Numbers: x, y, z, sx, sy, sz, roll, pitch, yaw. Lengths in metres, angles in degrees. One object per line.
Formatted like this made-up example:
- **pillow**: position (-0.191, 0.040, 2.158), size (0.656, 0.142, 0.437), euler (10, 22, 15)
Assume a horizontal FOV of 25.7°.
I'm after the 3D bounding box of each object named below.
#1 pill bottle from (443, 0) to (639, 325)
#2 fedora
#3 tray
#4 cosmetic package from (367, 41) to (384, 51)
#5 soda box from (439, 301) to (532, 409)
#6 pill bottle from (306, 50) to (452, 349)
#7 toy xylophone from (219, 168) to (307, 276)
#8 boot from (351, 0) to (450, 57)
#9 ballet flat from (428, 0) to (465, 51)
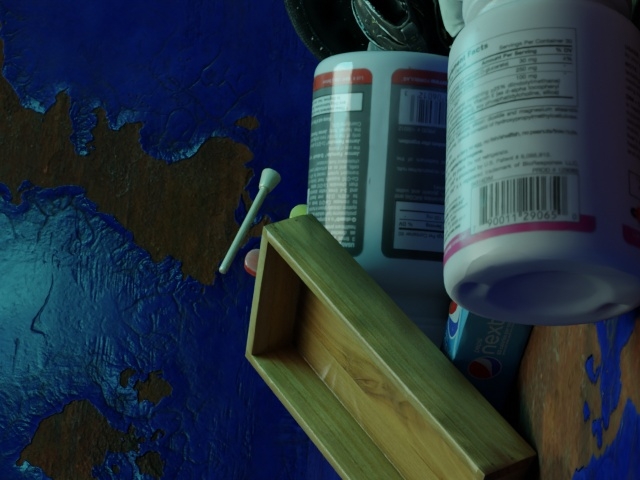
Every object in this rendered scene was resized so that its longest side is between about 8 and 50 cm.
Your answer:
- **pill bottle**: position (0.178, -0.089, 1.099), size (0.160, 0.160, 0.283), euler (109, 166, -67)
- **fedora**: position (0.097, -0.403, 2.071), size (0.152, 0.334, 0.334), euler (-37, -36, -49)
- **tray**: position (0.060, 0.171, 1.513), size (0.411, 0.076, 0.203), euler (48, 142, 39)
- **cosmetic package**: position (0.121, -0.161, 1.943), size (0.107, 0.127, 0.238), euler (102, 170, -50)
- **soda box**: position (0.174, 0.081, 1.440), size (0.067, 0.071, 0.210), euler (-91, 8, -47)
- **pill bottle**: position (0.086, -0.037, 1.716), size (0.210, 0.210, 0.363), euler (157, 117, -84)
- **toy xylophone**: position (0.000, 0.000, 1.910), size (0.081, 0.236, 0.322), euler (107, -179, -52)
- **boot**: position (0.089, -0.313, 1.846), size (0.263, 0.091, 0.229), euler (53, -175, 34)
- **ballet flat**: position (0.181, -0.285, 1.687), size (0.280, 0.095, 0.096), euler (50, -145, -83)
